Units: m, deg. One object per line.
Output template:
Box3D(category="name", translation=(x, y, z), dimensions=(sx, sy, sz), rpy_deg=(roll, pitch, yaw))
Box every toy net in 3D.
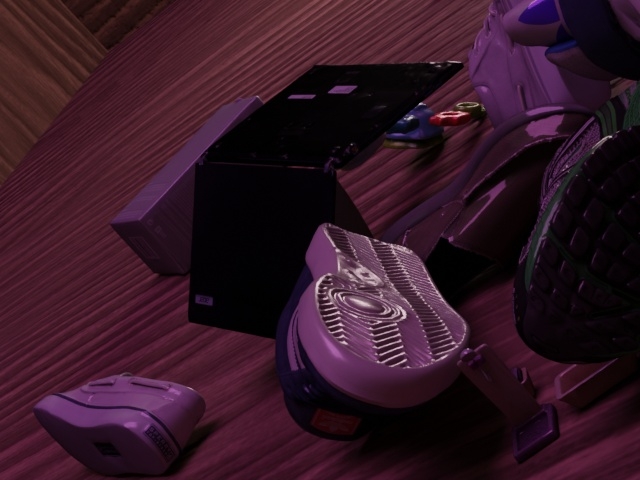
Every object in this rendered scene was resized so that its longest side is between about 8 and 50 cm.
Box3D(category="toy net", translation=(0.074, -0.103, 1.793), dimensions=(0.122, 0.045, 0.232), rpy_deg=(7, 18, 34))

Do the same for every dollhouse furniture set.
Box3D(category="dollhouse furniture set", translation=(0.153, 0.073, 1.205), dimensions=(0.114, 0.081, 0.091), rpy_deg=(-37, 17, 18))

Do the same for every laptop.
Box3D(category="laptop", translation=(0.000, -0.043, 1.636), dimensions=(0.264, 0.136, 0.234), rpy_deg=(-40, 25, -26))

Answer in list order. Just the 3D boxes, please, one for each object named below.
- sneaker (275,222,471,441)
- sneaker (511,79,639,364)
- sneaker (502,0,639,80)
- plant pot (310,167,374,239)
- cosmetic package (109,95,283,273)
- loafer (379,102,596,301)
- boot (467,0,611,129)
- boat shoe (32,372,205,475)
Box3D(category="sneaker", translation=(0.028, 0.099, 1.341), dimensions=(0.350, 0.131, 0.148), rpy_deg=(-83, 12, -78))
Box3D(category="sneaker", translation=(0.214, -0.011, 1.240), dimensions=(0.146, 0.134, 0.343), rpy_deg=(-39, 5, 40))
Box3D(category="sneaker", translation=(0.251, -0.194, 1.362), dimensions=(0.236, 0.130, 0.323), rpy_deg=(-18, -7, 16))
Box3D(category="plant pot", translation=(0.000, 0.000, 1.740), dimensions=(0.109, 0.096, 0.109), rpy_deg=(-43, 16, 3))
Box3D(category="cosmetic package", translation=(-0.149, -0.072, 2.289), dimensions=(0.238, 0.107, 0.127), rpy_deg=(-45, 15, -18))
Box3D(category="loafer", translation=(0.151, -0.018, 1.473), dimensions=(0.251, 0.094, 0.087), rpy_deg=(-43, 37, 34))
Box3D(category="boot", translation=(0.174, -0.209, 1.638), dimensions=(0.095, 0.258, 0.123), rpy_deg=(-4, -18, -40))
Box3D(category="boat shoe", translation=(-0.204, 0.176, 1.781), dimensions=(0.088, 0.096, 0.267), rpy_deg=(-46, 17, -26))
